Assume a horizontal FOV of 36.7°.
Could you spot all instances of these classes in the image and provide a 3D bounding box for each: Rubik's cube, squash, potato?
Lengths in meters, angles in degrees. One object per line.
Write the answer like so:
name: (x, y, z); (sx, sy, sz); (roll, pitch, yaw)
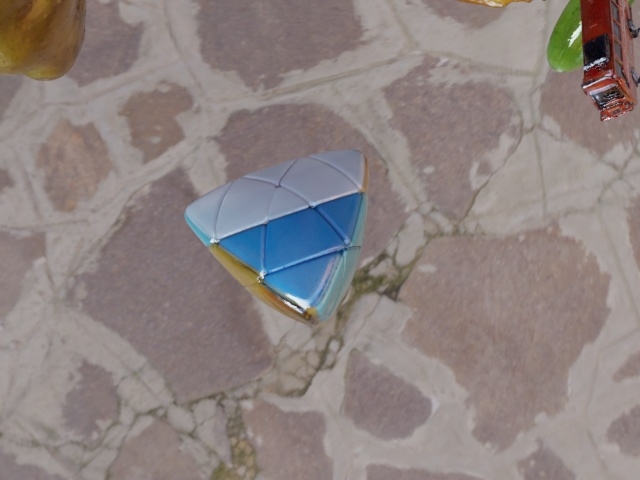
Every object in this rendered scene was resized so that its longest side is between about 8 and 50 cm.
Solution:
Rubik's cube: (0.000, 0.000, 1.249); (0.255, 0.254, 0.254); (4, 105, 15)
squash: (0.532, -0.465, 1.764); (0.107, 0.107, 0.395); (34, 125, 5)
potato: (-0.337, -0.313, 1.022); (0.195, 0.369, 0.176); (-35, 74, -19)

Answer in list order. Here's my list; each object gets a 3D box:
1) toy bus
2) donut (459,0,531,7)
toy bus: (0.451, -0.302, 1.516); (0.074, 0.234, 0.096); (-22, 135, 38)
donut: (0.203, -0.520, 1.308); (0.378, 0.163, 0.435); (-17, 59, 14)
